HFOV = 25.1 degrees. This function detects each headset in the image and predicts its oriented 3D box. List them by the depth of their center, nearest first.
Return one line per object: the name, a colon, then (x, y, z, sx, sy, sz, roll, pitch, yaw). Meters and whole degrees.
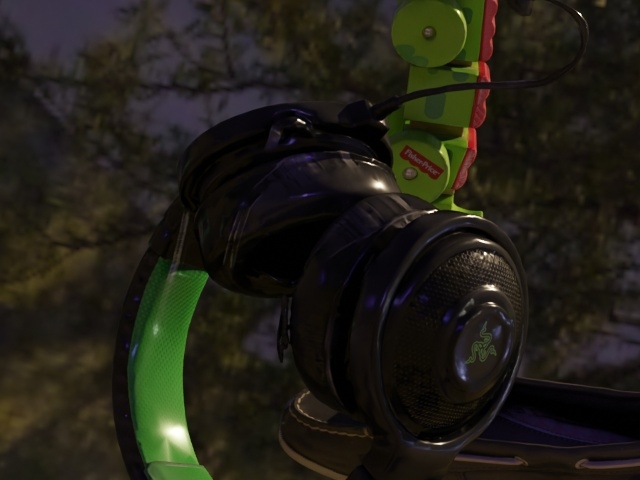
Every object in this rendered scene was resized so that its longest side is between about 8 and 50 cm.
headset: (0.000, 0.000, 0.788, 0.185, 0.394, 0.243, 19, 21, -47)

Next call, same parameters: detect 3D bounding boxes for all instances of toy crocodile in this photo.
toy crocodile: (0.109, -0.142, 1.264, 0.105, 0.340, 0.115, 7, 26, 2)

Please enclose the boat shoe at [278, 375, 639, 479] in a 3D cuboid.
boat shoe: (0.129, 0.126, 1.006, 0.335, 0.112, 0.095, 9, -59, 19)
